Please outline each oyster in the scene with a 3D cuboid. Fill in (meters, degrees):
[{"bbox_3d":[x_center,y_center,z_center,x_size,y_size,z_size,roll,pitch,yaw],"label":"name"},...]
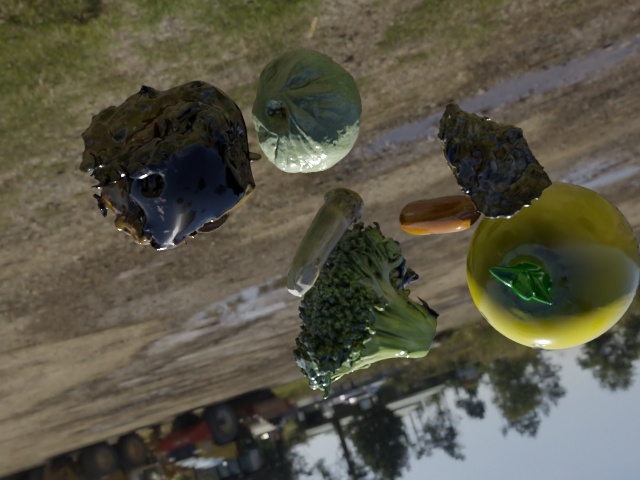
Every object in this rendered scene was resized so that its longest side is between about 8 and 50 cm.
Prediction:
[{"bbox_3d":[0.215,-0.111,1.109,0.105,0.177,0.056,-31,157,15],"label":"oyster"}]

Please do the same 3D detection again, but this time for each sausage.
[{"bbox_3d":[0.189,-0.040,1.404,0.054,0.062,0.183,-8,-176,-36],"label":"sausage"}]

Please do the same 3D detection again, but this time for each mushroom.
[{"bbox_3d":[0.000,0.000,1.524,0.084,0.209,0.071,15,157,44],"label":"mushroom"}]

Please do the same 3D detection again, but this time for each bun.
[{"bbox_3d":[-0.033,-0.204,1.346,0.195,0.195,0.118,-27,164,38],"label":"bun"}]

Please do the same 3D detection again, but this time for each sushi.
[{"bbox_3d":[-0.179,-0.087,1.098,0.200,0.213,0.204,-10,135,16],"label":"sushi"}]

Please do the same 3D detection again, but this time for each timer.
[{"bbox_3d":[0.337,0.045,1.307,0.285,0.285,0.285,-17,169,-3],"label":"timer"}]

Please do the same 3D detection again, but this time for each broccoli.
[{"bbox_3d":[0.066,0.141,1.695,0.272,0.334,0.324,36,149,-25],"label":"broccoli"}]
